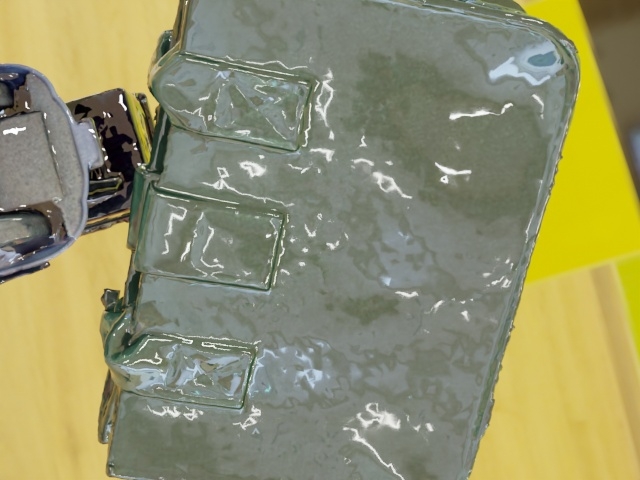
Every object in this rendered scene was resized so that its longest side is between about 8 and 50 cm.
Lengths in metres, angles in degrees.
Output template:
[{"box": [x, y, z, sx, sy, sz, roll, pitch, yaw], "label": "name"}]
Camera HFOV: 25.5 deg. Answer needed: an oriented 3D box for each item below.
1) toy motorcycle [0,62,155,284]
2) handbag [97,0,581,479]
[{"box": [-0.277, -0.008, 0.841, 0.212, 0.359, 0.125, 18, 57, -87], "label": "toy motorcycle"}, {"box": [0.001, 0.000, 0.835, 0.089, 0.238, 0.326, -110, -149, -65], "label": "handbag"}]
